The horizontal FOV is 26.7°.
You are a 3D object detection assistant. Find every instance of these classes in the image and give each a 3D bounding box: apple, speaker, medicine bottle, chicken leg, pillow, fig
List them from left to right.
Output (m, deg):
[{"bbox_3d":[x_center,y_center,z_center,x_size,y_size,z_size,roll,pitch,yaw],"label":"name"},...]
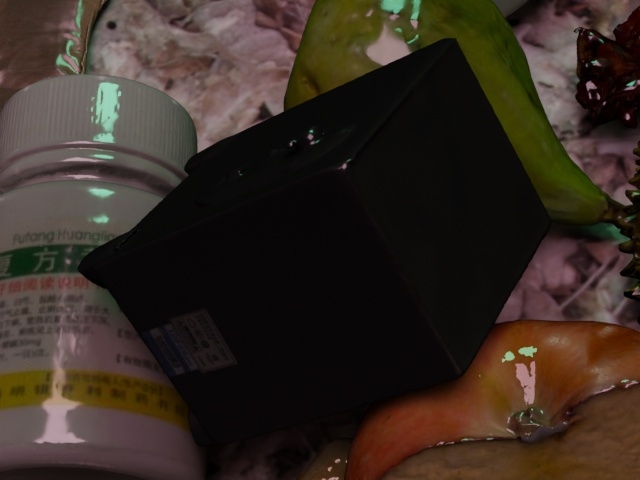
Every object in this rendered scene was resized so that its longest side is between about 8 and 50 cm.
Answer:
[{"bbox_3d":[-0.287,-0.191,1.347,0.135,0.034,0.211,5,65,6],"label":"pillow"},{"bbox_3d":[-0.193,0.049,1.111,0.208,0.208,0.340,-4,63,6],"label":"medicine bottle"},{"bbox_3d":[0.000,0.000,0.993,0.254,0.184,0.232,-21,17,34],"label":"speaker"},{"bbox_3d":[0.111,-0.116,1.144,0.314,0.233,0.233,23,68,26],"label":"fig"},{"bbox_3d":[0.155,0.148,0.994,0.292,0.251,0.163,-11,39,1],"label":"apple"},{"bbox_3d":[0.399,-0.229,1.247,0.407,0.096,0.158,-43,47,-16],"label":"chicken leg"}]

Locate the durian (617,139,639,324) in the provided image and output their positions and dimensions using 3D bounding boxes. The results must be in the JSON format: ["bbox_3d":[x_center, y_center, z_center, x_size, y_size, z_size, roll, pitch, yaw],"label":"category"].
[{"bbox_3d":[0.353,-0.016,1.057,0.258,0.258,0.293,-30,33,-8],"label":"durian"}]

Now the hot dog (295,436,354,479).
[{"bbox_3d":[0.005,0.272,1.042,0.073,0.084,0.243,-4,63,10],"label":"hot dog"}]

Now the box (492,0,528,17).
[{"bbox_3d":[0.171,-0.430,1.267,0.367,0.090,0.373,-35,108,-11],"label":"box"}]
